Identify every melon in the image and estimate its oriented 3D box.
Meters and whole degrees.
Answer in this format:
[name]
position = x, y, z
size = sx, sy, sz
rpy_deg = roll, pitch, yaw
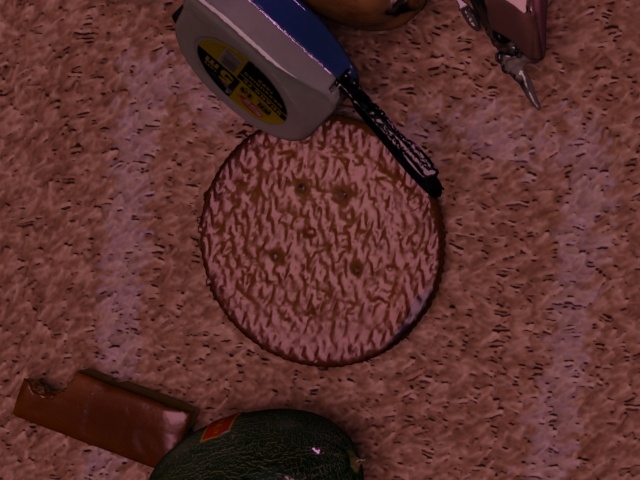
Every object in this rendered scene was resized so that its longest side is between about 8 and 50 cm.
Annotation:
[melon]
position = -0.069, 0.289, 1.836
size = 0.287, 0.182, 0.182
rpy_deg = -15, 93, 20

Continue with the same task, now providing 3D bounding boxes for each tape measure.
[tape measure]
position = -0.009, -0.164, 1.749
size = 0.351, 0.215, 0.098
rpy_deg = 43, 72, -3

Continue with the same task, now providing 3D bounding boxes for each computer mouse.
[computer mouse]
position = 0.194, -0.331, 1.676
size = 0.114, 0.199, 0.389
rpy_deg = -21, 92, 6

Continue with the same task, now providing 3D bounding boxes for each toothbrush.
[toothbrush]
position = 0.126, -0.318, 1.782
size = 0.014, 0.017, 0.194
rpy_deg = -33, 85, 12

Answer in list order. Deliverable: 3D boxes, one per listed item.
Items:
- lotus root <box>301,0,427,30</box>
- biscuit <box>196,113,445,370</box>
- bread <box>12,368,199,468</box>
[lotus root]
position = -0.003, -0.351, 1.739
size = 0.310, 0.182, 0.183
rpy_deg = 33, 105, 20
[biscuit]
position = 0.000, 0.000, 1.851
size = 0.305, 0.038, 0.305
rpy_deg = 2, 97, 15
[bread]
position = -0.265, 0.212, 1.952
size = 0.226, 0.049, 0.088
rpy_deg = 19, 102, 14
